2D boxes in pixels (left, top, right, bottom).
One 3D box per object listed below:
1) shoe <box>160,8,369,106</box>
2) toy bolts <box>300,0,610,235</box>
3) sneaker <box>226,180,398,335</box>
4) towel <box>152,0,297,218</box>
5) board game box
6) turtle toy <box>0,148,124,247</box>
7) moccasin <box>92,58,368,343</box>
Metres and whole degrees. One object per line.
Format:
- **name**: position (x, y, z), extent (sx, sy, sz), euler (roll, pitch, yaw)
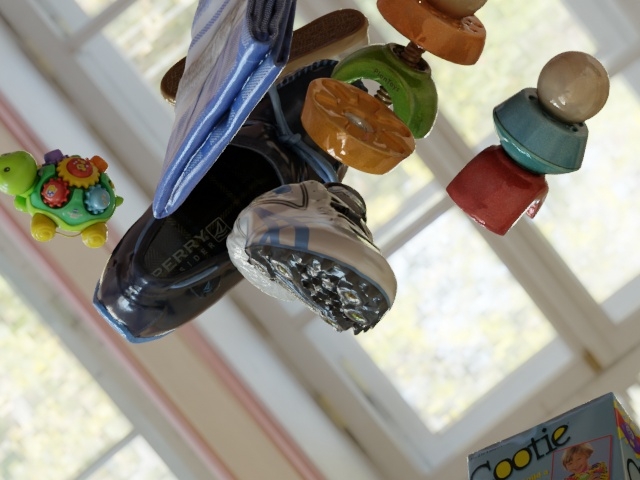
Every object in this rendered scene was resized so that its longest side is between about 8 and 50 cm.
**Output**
- **shoe**: position (-0.051, -0.166, 1.737), extent (0.219, 0.058, 0.076), euler (-19, -134, -9)
- **toy bolts**: position (0.120, -0.126, 1.443), extent (0.158, 0.228, 0.218), euler (-56, 171, 26)
- **sneaker**: position (0.000, 0.000, 1.076), extent (0.086, 0.085, 0.237), euler (-51, -165, -5)
- **towel**: position (-0.051, -0.178, 1.138), extent (0.209, 0.034, 0.285), euler (131, -27, -54)
- **board game box**: position (0.213, 0.280, 1.368), extent (0.144, 0.142, 0.275), euler (-27, -148, 21)
- **turtle toy**: position (-0.249, -0.050, 1.663), extent (0.095, 0.130, 0.066), euler (-101, -154, -46)
- **moccasin**: position (-0.052, -0.041, 1.511), extent (0.342, 0.138, 0.117), euler (-54, -177, -31)
